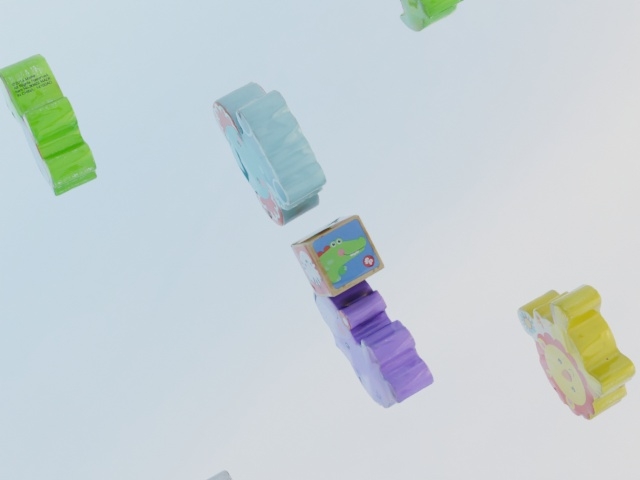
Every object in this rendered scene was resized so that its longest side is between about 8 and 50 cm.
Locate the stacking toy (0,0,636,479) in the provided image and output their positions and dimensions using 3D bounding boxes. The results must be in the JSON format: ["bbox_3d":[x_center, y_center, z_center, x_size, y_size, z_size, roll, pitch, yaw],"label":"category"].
[{"bbox_3d":[0.000,0.000,0.634,0.167,0.221,0.052,-28,-174,-15],"label":"stacking toy"}]
